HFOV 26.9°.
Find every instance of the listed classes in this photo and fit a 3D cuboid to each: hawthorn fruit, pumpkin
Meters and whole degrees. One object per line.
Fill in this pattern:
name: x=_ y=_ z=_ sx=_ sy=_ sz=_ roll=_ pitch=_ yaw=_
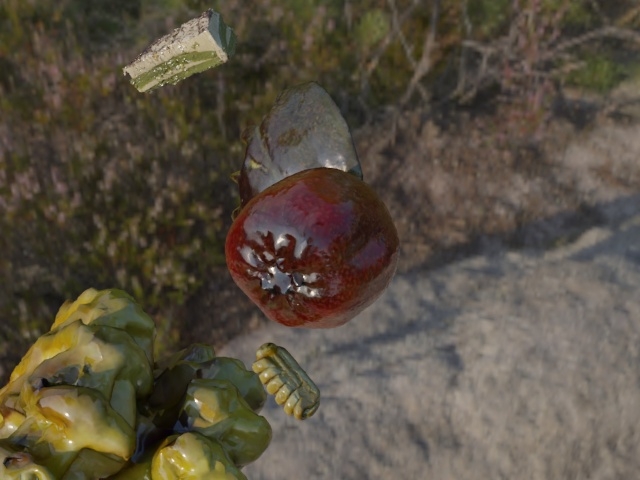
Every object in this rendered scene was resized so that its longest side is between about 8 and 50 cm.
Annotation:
hawthorn fruit: x=0.000 y=0.000 z=1.356 sx=0.169 sy=0.169 sz=0.188 roll=22 pitch=33 yaw=18
pumpkin: x=-0.029 y=-0.051 z=1.524 sx=0.130 sy=0.149 sz=0.254 roll=-13 pitch=94 yaw=-15

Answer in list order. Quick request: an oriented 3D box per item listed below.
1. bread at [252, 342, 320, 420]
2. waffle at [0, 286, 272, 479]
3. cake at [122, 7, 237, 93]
bread: x=-0.037 y=0.144 z=1.356 sx=0.088 sy=0.033 sz=0.049 roll=49 pitch=38 yaw=-1
waffle: x=-0.168 y=0.180 z=0.809 sx=0.151 sy=0.324 sz=0.261 roll=36 pitch=15 yaw=-11
cake: x=-0.155 y=-0.208 z=1.481 sx=0.140 sy=0.051 sz=0.055 roll=-17 pitch=38 yaw=35
